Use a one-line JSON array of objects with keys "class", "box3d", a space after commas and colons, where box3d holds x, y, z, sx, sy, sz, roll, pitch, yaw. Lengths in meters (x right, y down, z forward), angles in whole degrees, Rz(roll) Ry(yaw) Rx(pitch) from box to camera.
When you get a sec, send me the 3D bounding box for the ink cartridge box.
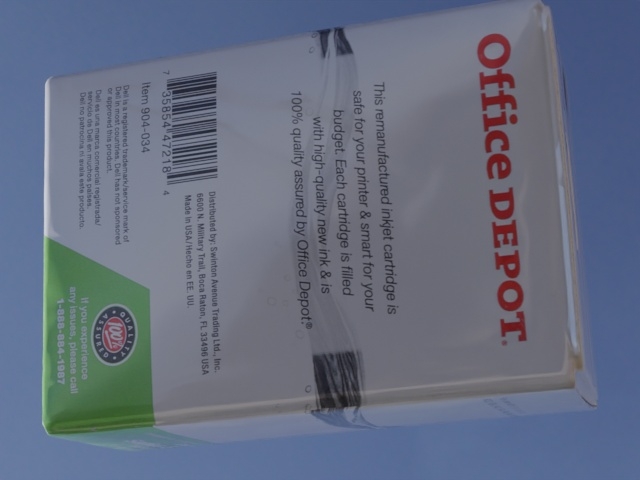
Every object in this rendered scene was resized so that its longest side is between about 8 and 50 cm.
[{"class": "ink cartridge box", "box3d": [0.000, 0.000, 0.699, 0.273, 0.198, 0.115, -7, -16, 16]}]
